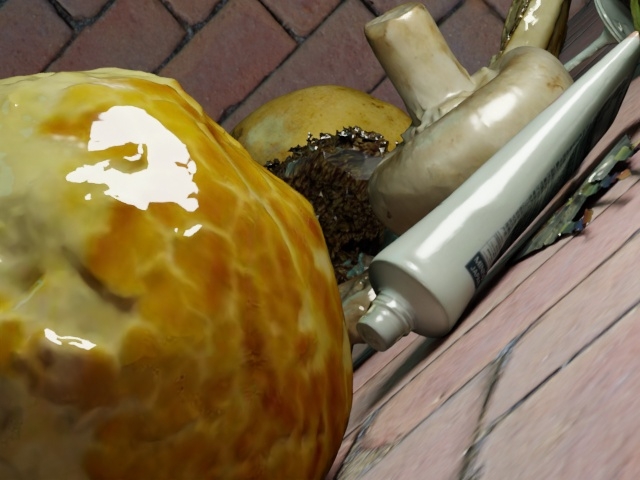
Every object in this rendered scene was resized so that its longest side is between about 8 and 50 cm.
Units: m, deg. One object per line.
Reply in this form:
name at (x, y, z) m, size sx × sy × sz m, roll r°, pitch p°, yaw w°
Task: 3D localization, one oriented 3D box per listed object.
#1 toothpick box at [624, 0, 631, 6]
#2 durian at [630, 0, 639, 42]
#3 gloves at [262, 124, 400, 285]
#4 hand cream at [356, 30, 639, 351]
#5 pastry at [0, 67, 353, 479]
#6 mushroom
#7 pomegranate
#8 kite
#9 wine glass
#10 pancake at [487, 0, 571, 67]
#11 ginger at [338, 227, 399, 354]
toothpick box at (0.382, -0.311, 2.012) m, size 0.149 × 0.098 × 0.098 m, roll -45°, pitch 2°, yaw -8°
durian at (0.259, -0.223, 1.310) m, size 0.163 × 0.198 × 0.394 m, roll -44°, pitch -2°, yaw 14°
gloves at (0.007, 0.000, 1.921) m, size 0.135 × 0.210 × 0.312 m, roll -27°, pitch -16°, yaw -37°
hand cream at (0.143, -0.039, 1.389) m, size 0.341 × 0.077 × 0.124 m, roll -46°, pitch -17°, yaw -25°
pastry at (-0.142, 0.070, 1.193) m, size 0.312 × 0.389 × 0.388 m, roll -3°, pitch 12°, yaw 11°
mushroom at (0.113, -0.107, 1.562) m, size 0.207 × 0.215 × 0.207 m, roll -35°, pitch 4°, yaw 3°
pomegranate at (0.000, -0.059, 2.151) m, size 0.260 × 0.260 × 0.260 m, roll -44°, pitch 2°, yaw 2°
kite at (0.193, -0.035, 1.300) m, size 0.141 × 0.015 × 0.245 m, roll -49°, pitch 1°, yaw -4°
wine glass at (0.237, -0.167, 1.808) m, size 0.183 × 0.122 × 0.122 m, roll -38°, pitch 5°, yaw 27°
pancake at (0.233, -0.216, 2.071) m, size 0.387 × 0.082 × 0.387 m, roll 25°, pitch -90°, yaw -87°
ginger at (0.023, 0.082, 1.616) m, size 0.290 × 0.084 × 0.122 m, roll -48°, pitch -18°, yaw -18°
